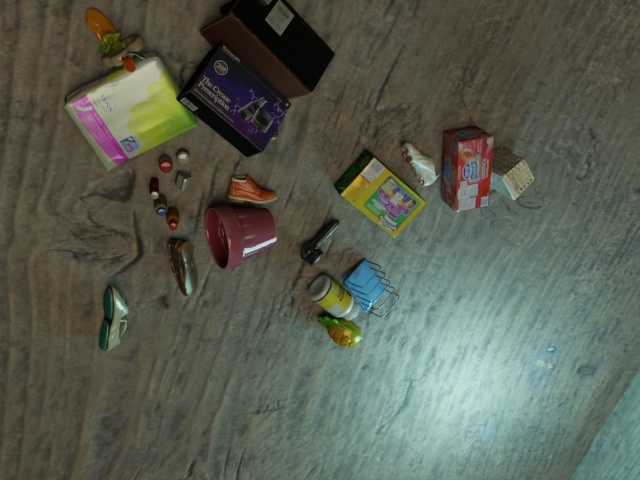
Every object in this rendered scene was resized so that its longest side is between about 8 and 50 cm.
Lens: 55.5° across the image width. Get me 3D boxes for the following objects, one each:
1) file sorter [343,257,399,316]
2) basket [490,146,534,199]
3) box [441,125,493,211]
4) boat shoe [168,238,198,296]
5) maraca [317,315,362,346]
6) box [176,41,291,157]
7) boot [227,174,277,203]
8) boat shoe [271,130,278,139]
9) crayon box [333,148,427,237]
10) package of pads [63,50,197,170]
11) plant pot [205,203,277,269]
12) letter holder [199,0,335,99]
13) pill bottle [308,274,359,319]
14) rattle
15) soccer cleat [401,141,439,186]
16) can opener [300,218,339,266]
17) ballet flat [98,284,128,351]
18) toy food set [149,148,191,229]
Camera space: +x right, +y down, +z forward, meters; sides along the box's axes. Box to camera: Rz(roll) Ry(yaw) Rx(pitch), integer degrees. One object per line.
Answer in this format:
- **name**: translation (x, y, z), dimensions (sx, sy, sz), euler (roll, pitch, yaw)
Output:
- **file sorter**: translation (0.188, 0.171, 2.167), dimensions (0.118, 0.104, 0.170), euler (-46, 123, -18)
- **basket**: translation (0.630, -0.232, 2.070), dimensions (0.103, 0.167, 0.113), euler (-40, 121, 1)
- **box**: translation (0.490, -0.241, 2.044), dimensions (0.128, 0.123, 0.257), euler (-11, 120, -11)
- **boat shoe**: translation (-0.448, 0.086, 1.974), dimensions (0.073, 0.073, 0.207), euler (10, 117, 21)
- **maraca**: translation (0.072, 0.328, 2.237), dimensions (0.185, 0.127, 0.099), euler (36, 60, -22)
- **box**: translation (-0.237, -0.389, 1.700), dimensions (0.261, 0.103, 0.184), euler (38, 65, -27)
- **boot**: translation (-0.210, -0.162, 1.915), dimensions (0.157, 0.059, 0.085), euler (3, 112, -17)
- **boat shoe**: translation (-0.207, -0.342, 1.811), dimensions (0.177, 0.064, 0.060), euler (10, 116, -19)
- **crayon box**: translation (0.202, -0.152, 2.029), dimensions (0.278, 0.081, 0.165), euler (36, 103, -30)
- **package of pads**: translation (-0.526, -0.363, 1.683), dimensions (0.296, 0.101, 0.229), euler (-27, 123, -2)
- **plant pot**: translation (-0.244, -0.023, 1.911), dimensions (0.180, 0.201, 0.202), euler (-13, 122, -28)
- **letter holder**: translation (-0.152, -0.545, 1.686), dimensions (0.301, 0.214, 0.152), euler (40, 69, -30)
- **pill bottle**: translation (0.052, 0.209, 2.167), dimensions (0.103, 0.103, 0.184), euler (-46, 121, 10)
- **rattle**: translation (-0.519, -0.513, 1.543), dimensions (0.130, 0.200, 0.143), euler (-16, 121, -8)
- **soccer cleat**: translation (0.332, -0.264, 2.022), dimensions (0.076, 0.068, 0.196), euler (-39, 129, 0)
- **can opener**: translation (0.000, 0.000, 2.069), dimensions (0.073, 0.059, 0.186), euler (39, 92, -3)
- **ballet flat**: translation (-0.673, 0.250, 1.993), dimensions (0.086, 0.086, 0.249), euler (8, 116, -21)
- **toy food set**: translation (-0.449, -0.155, 1.815), dimensions (0.111, 0.104, 0.232), euler (12, 114, -22)
